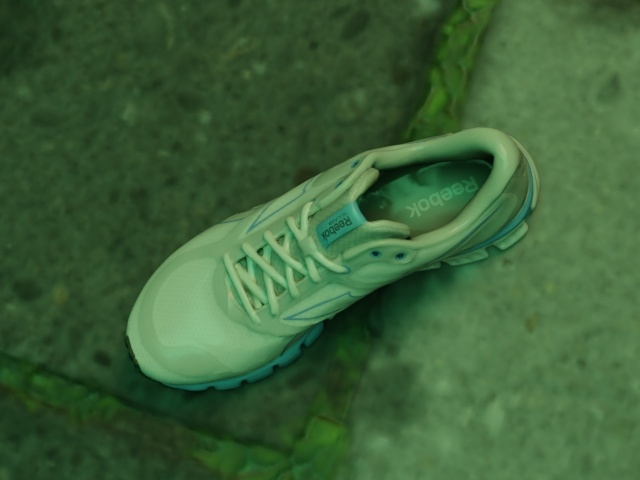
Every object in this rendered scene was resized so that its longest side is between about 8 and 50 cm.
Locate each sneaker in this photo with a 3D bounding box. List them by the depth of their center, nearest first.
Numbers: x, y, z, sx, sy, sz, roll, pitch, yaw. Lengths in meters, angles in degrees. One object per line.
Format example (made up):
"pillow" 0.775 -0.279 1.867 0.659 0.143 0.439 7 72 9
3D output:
"sneaker" 0.000 0.000 0.586 0.191 0.083 0.071 -29 80 3
